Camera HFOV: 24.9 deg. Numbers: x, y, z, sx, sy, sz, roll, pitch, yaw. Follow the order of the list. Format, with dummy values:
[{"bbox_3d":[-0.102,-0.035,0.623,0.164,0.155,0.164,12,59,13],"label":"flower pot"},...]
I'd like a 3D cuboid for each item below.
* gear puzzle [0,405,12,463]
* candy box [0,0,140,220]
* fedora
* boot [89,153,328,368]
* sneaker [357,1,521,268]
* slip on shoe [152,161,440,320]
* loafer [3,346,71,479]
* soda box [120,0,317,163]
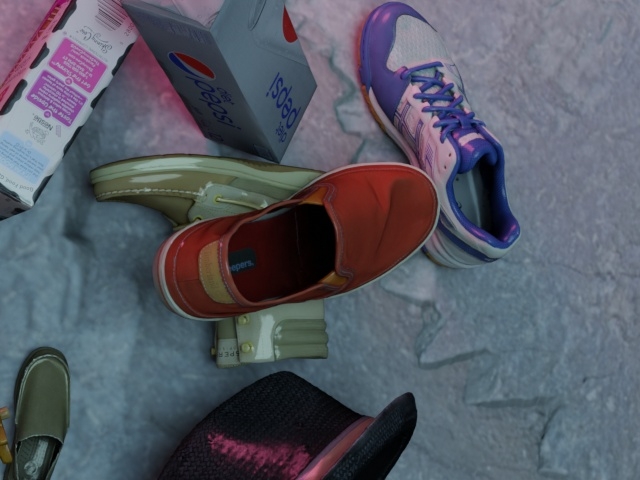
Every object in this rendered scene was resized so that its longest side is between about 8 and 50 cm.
[{"bbox_3d":[-0.334,0.038,1.262,0.044,0.175,0.339,-20,96,-15],"label":"gear puzzle"},{"bbox_3d":[-0.248,-0.135,1.318,0.071,0.159,0.233,33,73,-18],"label":"candy box"},{"bbox_3d":[-0.060,0.239,1.365,0.152,0.334,0.334,38,69,13],"label":"fedora"},{"bbox_3d":[-0.102,0.023,1.418,0.262,0.095,0.203,5,86,-32],"label":"boot"},{"bbox_3d":[0.138,-0.117,1.521,0.112,0.131,0.296,-24,96,-23],"label":"sneaker"},{"bbox_3d":[0.000,0.000,1.370,0.331,0.101,0.123,-17,96,-39],"label":"slip on shoe"},{"bbox_3d":[-0.259,0.173,1.355,0.056,0.050,0.148,9,83,-25],"label":"loafer"},{"bbox_3d":[-0.084,-0.178,1.337,0.091,0.286,0.098,21,75,17],"label":"soda box"}]
